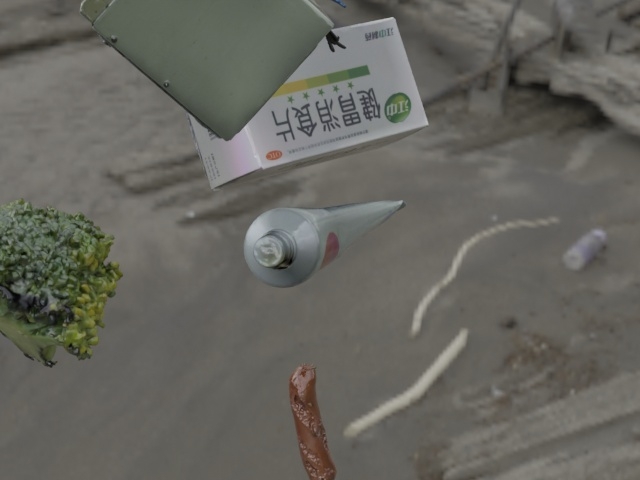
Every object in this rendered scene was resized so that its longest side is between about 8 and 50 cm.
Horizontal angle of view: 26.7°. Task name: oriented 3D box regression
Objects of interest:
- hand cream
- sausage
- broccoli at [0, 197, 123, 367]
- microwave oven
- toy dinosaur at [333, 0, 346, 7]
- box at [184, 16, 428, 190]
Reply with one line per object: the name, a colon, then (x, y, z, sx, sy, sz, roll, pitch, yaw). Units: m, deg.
hand cream: (0.000, 0.000, 1.415, 0.124, 0.077, 0.341, -28, -5, 17)
sausage: (-0.012, 0.225, 1.643, 0.036, 0.158, 0.042, 5, 21, 45)
broccoli: (-0.373, 0.045, 1.820, 0.242, 0.273, 0.180, 25, 70, 19)
microwave oven: (-0.100, -0.203, 1.174, 0.194, 0.145, 0.240, 43, 8, -18)
toy dinosaur: (-0.109, -0.423, 2.117, 0.144, 0.076, 0.329, 31, 15, 37)
box: (-0.019, -0.197, 1.933, 0.333, 0.173, 0.145, -17, 0, -36)
